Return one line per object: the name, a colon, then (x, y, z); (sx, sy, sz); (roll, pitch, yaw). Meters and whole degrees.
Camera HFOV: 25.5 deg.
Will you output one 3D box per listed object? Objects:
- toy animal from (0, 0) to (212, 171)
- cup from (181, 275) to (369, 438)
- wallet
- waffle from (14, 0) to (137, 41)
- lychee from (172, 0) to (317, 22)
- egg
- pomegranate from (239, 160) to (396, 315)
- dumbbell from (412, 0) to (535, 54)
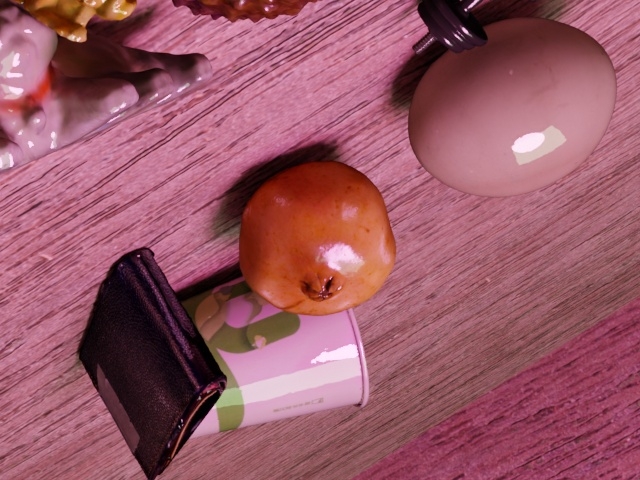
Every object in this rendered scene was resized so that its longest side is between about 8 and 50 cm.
toy animal: (-0.248, -0.171, 1.307); (0.308, 0.188, 0.266); (-32, 180, -27)
cup: (-0.092, 0.155, 2.018); (0.274, 0.253, 0.253); (-16, 154, -12)
wallet: (-0.228, 0.169, 1.881); (0.071, 0.221, 0.262); (-17, 153, -39)
waffle: (-0.198, -0.282, 1.034); (0.219, 0.229, 0.057); (-55, 179, 35)
lychee: (-0.050, -0.302, 1.155); (0.271, 0.271, 0.271); (-26, 156, -12)
egg: (0.241, -0.166, 1.776); (0.269, 0.219, 0.219); (-16, 156, 2)
pomegranate: (-0.002, -0.005, 1.831); (0.209, 0.209, 0.209); (-26, 156, -12)
dumbbell: (0.186, -0.286, 1.620); (0.208, 0.099, 0.099); (-40, 155, 20)
